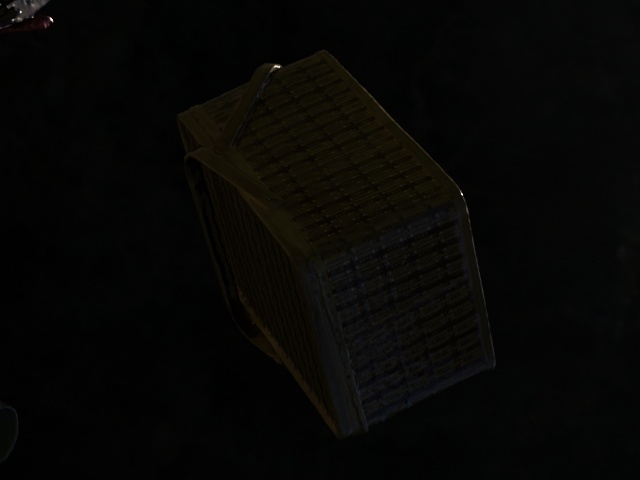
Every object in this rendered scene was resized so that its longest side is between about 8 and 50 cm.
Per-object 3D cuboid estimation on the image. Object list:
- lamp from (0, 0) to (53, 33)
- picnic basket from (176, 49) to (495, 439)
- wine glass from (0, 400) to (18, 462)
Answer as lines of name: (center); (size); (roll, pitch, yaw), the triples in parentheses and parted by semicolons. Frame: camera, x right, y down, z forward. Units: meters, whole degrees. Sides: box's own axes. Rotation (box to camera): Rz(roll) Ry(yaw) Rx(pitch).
lamp: (-0.322, -0.196, 1.453); (0.118, 0.253, 0.118); (6, 83, -58)
picnic basket: (0.000, 0.000, 1.770); (0.313, 0.175, 0.228); (51, -19, 49)
wine glass: (-0.332, 0.135, 1.608); (0.073, 0.155, 0.073); (-50, 157, -30)
